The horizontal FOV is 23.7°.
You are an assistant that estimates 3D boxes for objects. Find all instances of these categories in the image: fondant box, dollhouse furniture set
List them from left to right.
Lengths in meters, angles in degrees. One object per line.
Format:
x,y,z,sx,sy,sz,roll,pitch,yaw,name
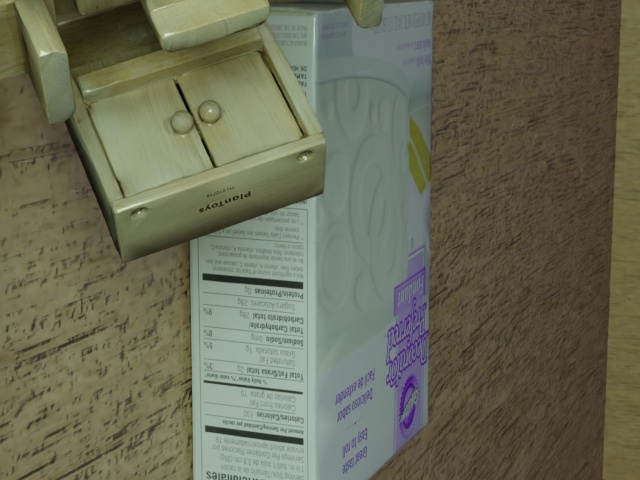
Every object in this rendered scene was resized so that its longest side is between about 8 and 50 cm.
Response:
-0.070,-0.130,0.607,0.242,0.212,0.161,94,-27,-59,dollhouse furniture set
0.000,0.000,1.056,0.238,0.096,0.330,-26,119,-66,fondant box
